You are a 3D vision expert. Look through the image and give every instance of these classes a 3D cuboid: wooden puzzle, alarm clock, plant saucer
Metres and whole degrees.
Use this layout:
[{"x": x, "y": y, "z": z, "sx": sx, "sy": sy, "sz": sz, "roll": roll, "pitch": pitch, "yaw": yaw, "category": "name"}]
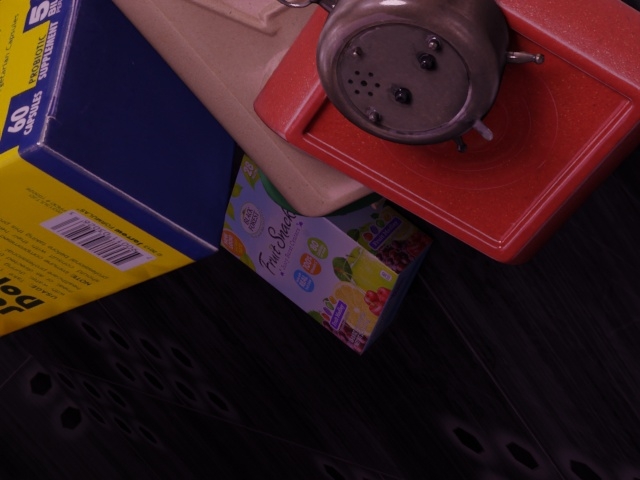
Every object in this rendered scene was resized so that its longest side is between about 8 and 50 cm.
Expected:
[{"x": 0.024, "y": -0.197, "z": 1.291, "sx": 0.347, "sy": 0.080, "sz": 0.322, "roll": -23, "pitch": 121, "yaw": 33, "category": "wooden puzzle"}, {"x": 0.046, "y": -0.136, "z": 1.179, "sx": 0.192, "sy": 0.064, "sz": 0.129, "roll": 32, "pitch": 133, "yaw": -7, "category": "alarm clock"}, {"x": 0.107, "y": -0.102, "z": 1.263, "sx": 0.259, "sy": 0.048, "sz": 0.258, "roll": 30, "pitch": 133, "yaw": -9, "category": "plant saucer"}]

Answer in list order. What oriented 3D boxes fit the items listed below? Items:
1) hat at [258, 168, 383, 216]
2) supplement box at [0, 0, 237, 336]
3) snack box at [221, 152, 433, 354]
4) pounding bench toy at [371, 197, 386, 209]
[{"x": -0.029, "y": -0.134, "z": 1.529, "sx": 0.183, "sy": 0.208, "sz": 0.173, "roll": 43, "pitch": 129, "yaw": 46, "category": "hat"}, {"x": -0.261, "y": -0.063, "z": 1.463, "sx": 0.356, "sy": 0.194, "sz": 0.195, "roll": -21, "pitch": 140, "yaw": 39, "category": "supplement box"}, {"x": 0.000, "y": 0.000, "z": 1.805, "sx": 0.207, "sy": 0.070, "sz": 0.174, "roll": 39, "pitch": 147, "yaw": 12, "category": "snack box"}, {"x": 0.035, "y": -0.084, "z": 1.645, "sx": 0.065, "sy": 0.052, "sz": 0.083, "roll": 25, "pitch": 153, "yaw": 38, "category": "pounding bench toy"}]
